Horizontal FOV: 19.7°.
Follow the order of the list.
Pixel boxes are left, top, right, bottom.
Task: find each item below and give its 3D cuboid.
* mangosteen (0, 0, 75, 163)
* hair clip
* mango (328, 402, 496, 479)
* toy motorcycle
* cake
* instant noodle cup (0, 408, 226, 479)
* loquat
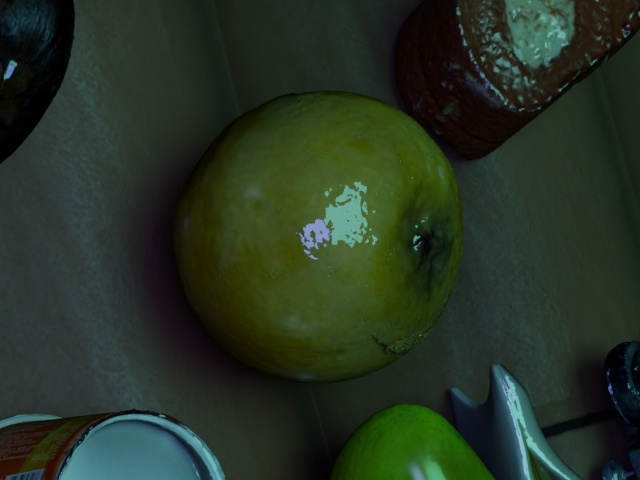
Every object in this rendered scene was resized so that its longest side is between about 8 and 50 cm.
[{"bbox_3d":[-0.334,-0.173,1.419,0.288,0.288,0.288,12,69,-33],"label":"mangosteen"},{"bbox_3d":[0.221,0.252,1.723,0.282,0.172,0.113,39,73,-1],"label":"hair clip"},{"bbox_3d":[0.098,0.288,1.642,0.273,0.185,0.149,54,15,7],"label":"mango"},{"bbox_3d":[0.384,0.240,1.912,0.173,0.108,0.307,-11,80,-55],"label":"toy motorcycle"},{"bbox_3d":[0.198,-0.219,1.892,0.283,0.151,0.177,-39,89,-33],"label":"cake"},{"bbox_3d":[-0.181,0.227,1.449,0.213,0.174,0.213,12,70,-34],"label":"instant noodle cup"},{"bbox_3d":[0.000,0.000,1.609,0.263,0.263,0.263,12,69,-33],"label":"loquat"}]
